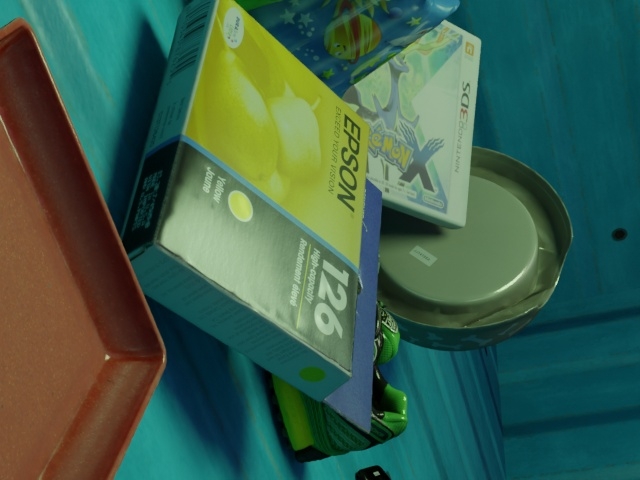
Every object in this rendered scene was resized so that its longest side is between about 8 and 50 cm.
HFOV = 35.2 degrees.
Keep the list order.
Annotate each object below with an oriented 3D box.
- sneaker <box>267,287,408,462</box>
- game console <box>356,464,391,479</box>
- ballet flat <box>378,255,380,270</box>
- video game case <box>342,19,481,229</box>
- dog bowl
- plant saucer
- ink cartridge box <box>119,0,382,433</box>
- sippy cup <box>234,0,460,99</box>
[{"bbox_3d":[0.004,0.066,1.065,0.134,0.146,0.343,-68,142,-66],"label":"sneaker"},{"bbox_3d":[0.075,0.374,1.384,0.107,0.071,0.122,51,6,16],"label":"game console"},{"bbox_3d":[0.038,-0.031,1.437,0.070,0.070,0.188,54,15,-59],"label":"ballet flat"},{"bbox_3d":[0.097,-0.198,1.402,0.329,0.036,0.300,17,74,-38],"label":"video game case"},{"bbox_3d":[0.198,0.014,1.520,0.102,0.349,0.349,85,4,-51],"label":"dog bowl"},{"bbox_3d":[-0.180,0.036,0.560,0.258,0.048,0.259,-74,149,-61],"label":"plant saucer"},{"bbox_3d":[-0.025,-0.026,0.912,0.307,0.072,0.303,35,42,-32],"label":"ink cartridge box"},{"bbox_3d":[0.027,-0.288,1.147,0.240,0.224,0.305,49,37,-27],"label":"sippy cup"}]
